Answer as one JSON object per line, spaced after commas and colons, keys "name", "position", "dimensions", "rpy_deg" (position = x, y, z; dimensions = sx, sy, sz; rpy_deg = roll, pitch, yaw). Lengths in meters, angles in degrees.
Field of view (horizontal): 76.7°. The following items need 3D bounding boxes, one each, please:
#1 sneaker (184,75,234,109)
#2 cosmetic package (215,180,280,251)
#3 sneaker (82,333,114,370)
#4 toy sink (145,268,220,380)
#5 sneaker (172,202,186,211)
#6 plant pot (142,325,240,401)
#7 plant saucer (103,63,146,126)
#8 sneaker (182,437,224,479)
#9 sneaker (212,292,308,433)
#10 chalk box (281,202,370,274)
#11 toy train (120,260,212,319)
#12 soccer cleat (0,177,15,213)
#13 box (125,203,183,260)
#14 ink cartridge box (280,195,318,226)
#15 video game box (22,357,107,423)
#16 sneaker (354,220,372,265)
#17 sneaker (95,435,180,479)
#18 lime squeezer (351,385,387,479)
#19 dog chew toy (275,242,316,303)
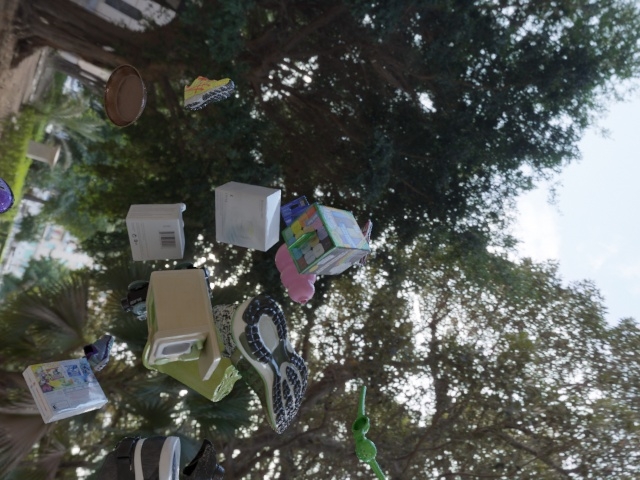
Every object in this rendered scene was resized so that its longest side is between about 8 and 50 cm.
{"name": "sneaker", "position": [-0.389, -0.521, 1.377], "dimensions": [0.208, 0.081, 0.094], "rpy_deg": [-11, -92, 23]}
{"name": "cosmetic package", "position": [-0.288, -0.099, 1.613], "dimensions": [0.225, 0.138, 0.224], "rpy_deg": [10, -67, 14]}
{"name": "sneaker", "position": [-0.922, 0.437, 1.670], "dimensions": [0.083, 0.098, 0.224], "rpy_deg": [-44, -151, -6]}
{"name": "toy sink", "position": [-0.336, 0.207, 0.955], "dimensions": [0.153, 0.131, 0.234], "rpy_deg": [-55, -134, 45]}
{"name": "sneaker", "position": [-0.700, -0.074, 1.813], "dimensions": [0.126, 0.240, 0.091], "rpy_deg": [68, -13, -19]}
{"name": "plant pot", "position": [-0.375, 0.369, 1.308], "dimensions": [0.254, 0.276, 0.276], "rpy_deg": [33, -75, 17]}
{"name": "plant saucer", "position": [-0.630, -0.467, 1.320], "dimensions": [0.198, 0.036, 0.198], "rpy_deg": [1, -88, 28]}
{"name": "sneaker", "position": [-0.291, 0.553, 0.932], "dimensions": [0.170, 0.089, 0.051], "rpy_deg": [-48, -156, -13]}
{"name": "sneaker", "position": [-0.159, 0.305, 1.024], "dimensions": [0.182, 0.158, 0.410], "rpy_deg": [3, -62, 34]}
{"name": "chalk box", "position": [0.000, 0.000, 1.021], "dimensions": [0.132, 0.213, 0.132], "rpy_deg": [-38, -116, 28]}
{"name": "toy train", "position": [-0.575, 0.204, 1.553], "dimensions": [0.190, 0.334, 0.142], "rpy_deg": [83, -19, -58]}
{"name": "soccer cleat", "position": [-1.086, -0.209, 1.242], "dimensions": [0.108, 0.318, 0.116], "rpy_deg": [-43, 177, -10]}
{"name": "box", "position": [-0.612, -0.032, 1.516], "dimensions": [0.119, 0.182, 0.181], "rpy_deg": [-111, -157, -55]}
{"name": "ink cartridge box", "position": [-0.040, -0.041, 1.781], "dimensions": [0.065, 0.186, 0.311], "rpy_deg": [-24, -84, 45]}
{"name": "video game box", "position": [-0.831, 0.482, 1.325], "dimensions": [0.048, 0.205, 0.187], "rpy_deg": [-41, -110, 9]}
{"name": "sneaker", "position": [0.156, 0.014, 1.518], "dimensions": [0.072, 0.077, 0.178], "rpy_deg": [11, -104, 47]}
{"name": "sneaker", "position": [-0.292, 0.403, 0.642], "dimensions": [0.079, 0.121, 0.217], "rpy_deg": [-99, -164, -79]}
{"name": "lime squeezer", "position": [0.135, 0.537, 1.111], "dimensions": [0.059, 0.110, 0.310], "rpy_deg": [-50, -142, 32]}
{"name": "dog chew toy", "position": [-0.115, 0.162, 2.032], "dimensions": [0.206, 0.206, 0.332], "rpy_deg": [-43, -136, 34]}
